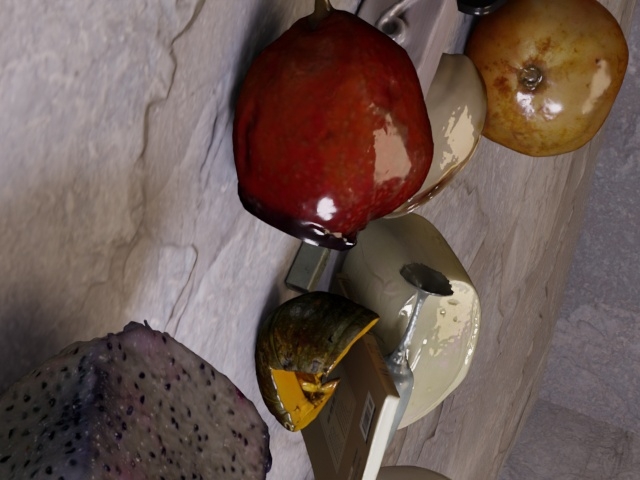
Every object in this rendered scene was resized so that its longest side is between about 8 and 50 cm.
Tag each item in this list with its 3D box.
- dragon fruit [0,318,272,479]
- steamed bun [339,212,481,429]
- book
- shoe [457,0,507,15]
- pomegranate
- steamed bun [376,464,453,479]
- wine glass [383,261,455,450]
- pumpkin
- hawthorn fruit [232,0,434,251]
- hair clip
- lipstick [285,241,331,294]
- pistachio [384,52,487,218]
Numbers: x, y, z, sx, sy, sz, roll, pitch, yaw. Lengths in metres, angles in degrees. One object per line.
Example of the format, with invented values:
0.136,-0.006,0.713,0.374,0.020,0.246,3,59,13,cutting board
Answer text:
-0.174,0.205,0.952,0.221,0.204,0.283,52,25,-35,dragon fruit
0.113,0.107,1.663,0.200,0.155,0.250,-119,-142,-52,steamed bun
0.026,0.197,1.553,0.310,0.021,0.216,-111,-147,-64,book
0.244,-0.367,1.828,0.179,0.071,0.049,-46,146,-46,shoe
0.332,-0.257,1.943,0.270,0.229,0.252,-48,153,-63,pomegranate
0.099,0.466,1.940,0.309,0.309,0.309,19,90,-73,steamed bun
0.083,0.151,1.531,0.074,0.074,0.262,-39,151,-59,wine glass
-0.019,0.123,1.473,0.119,0.108,0.183,-46,167,-48,pumpkin
0.004,-0.119,1.211,0.189,0.190,0.251,-30,117,-65,hawthorn fruit
0.094,-0.242,1.452,0.330,0.101,0.085,-67,158,-16,hair clip
0.000,0.000,1.530,0.030,0.030,0.129,65,46,-66,lipstick
0.118,-0.127,1.572,0.215,0.144,0.144,-62,162,-4,pistachio
